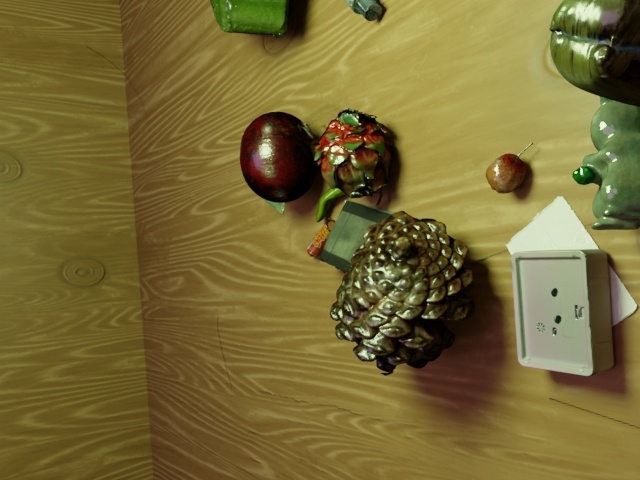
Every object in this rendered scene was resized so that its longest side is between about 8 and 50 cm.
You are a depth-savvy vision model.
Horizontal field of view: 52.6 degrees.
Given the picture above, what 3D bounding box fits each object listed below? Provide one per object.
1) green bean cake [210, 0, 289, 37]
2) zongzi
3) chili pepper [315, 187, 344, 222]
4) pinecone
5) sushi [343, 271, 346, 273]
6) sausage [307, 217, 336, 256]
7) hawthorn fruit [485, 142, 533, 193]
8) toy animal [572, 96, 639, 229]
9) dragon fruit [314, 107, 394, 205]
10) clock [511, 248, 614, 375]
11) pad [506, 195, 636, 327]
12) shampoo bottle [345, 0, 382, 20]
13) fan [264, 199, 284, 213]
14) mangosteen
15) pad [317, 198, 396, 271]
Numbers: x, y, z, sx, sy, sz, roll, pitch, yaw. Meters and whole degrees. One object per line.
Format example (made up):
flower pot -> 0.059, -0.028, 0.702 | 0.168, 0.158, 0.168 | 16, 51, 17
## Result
green bean cake -> -0.195, -0.699, 1.693 | 0.335, 0.218, 0.318 | -124, 35, -73
zongzi -> 0.450, -0.326, 0.745 | 0.160, 0.323, 0.360 | 49, 128, 54
chili pepper -> 0.039, -0.111, 1.614 | 0.050, 0.052, 0.202 | 50, 141, -2
pinecone -> 0.162, 0.115, 1.268 | 0.298, 0.242, 0.295 | -98, 26, -47
sushi -> 0.091, 0.052, 1.547 | 0.118, 0.062, 0.060 | -36, 52, 29
sausage -> 0.000, 0.000, 1.684 | 0.050, 0.048, 0.145 | 39, 137, 0
hawthorn fruit -> 0.338, -0.133, 1.149 | 0.066, 0.067, 0.103 | 56, 133, 38
toy animal -> 0.451, -0.141, 0.956 | 0.125, 0.127, 0.251 | 149, 128, -66
dragon fruit -> 0.077, -0.187, 1.445 | 0.182, 0.182, 0.188 | -9, 67, 56
clock -> 0.398, 0.113, 1.068 | 0.150, 0.063, 0.197 | -4, 90, 57
pad -> 0.415, 0.056, 1.099 | 0.156, 0.004, 0.232 | -55, 49, 44
shampoo bottle -> 0.076, -0.584, 1.503 | 0.214, 0.072, 0.072 | 61, 138, 33
fan -> -0.154, -0.175, 1.936 | 0.240, 0.009, 0.131 | 58, 134, 37
mangosteen -> -0.074, -0.218, 1.666 | 0.262, 0.235, 0.235 | -8, 84, 13
pad -> 0.090, -0.005, 1.511 | 0.233, 0.022, 0.174 | 23, 87, 55
